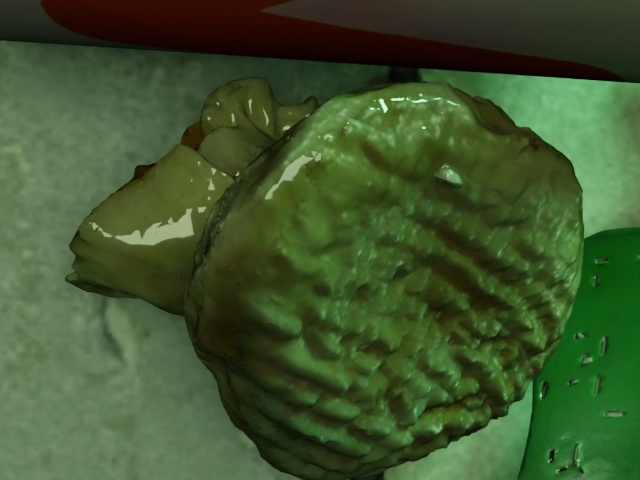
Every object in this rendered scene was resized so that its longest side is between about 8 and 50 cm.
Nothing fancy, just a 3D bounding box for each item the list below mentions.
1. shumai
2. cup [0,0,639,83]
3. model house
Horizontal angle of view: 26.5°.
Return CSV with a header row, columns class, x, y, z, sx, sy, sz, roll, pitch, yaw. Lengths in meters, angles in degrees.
class,x,y,z,sx,sy,sz,roll,pitch,yaw
shumai,0.000,0.000,0.529,0.153,0.209,0.161,36,89,37
cup,0.012,-0.143,0.501,0.288,0.203,0.203,0,86,8
model house,0.154,0.084,0.571,0.088,0.117,0.167,37,55,-39
